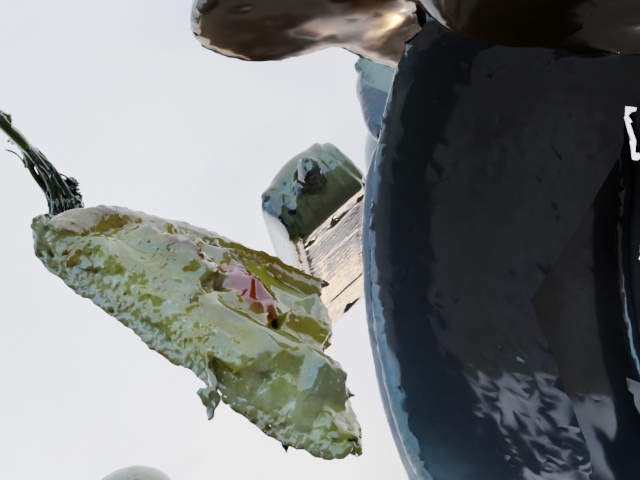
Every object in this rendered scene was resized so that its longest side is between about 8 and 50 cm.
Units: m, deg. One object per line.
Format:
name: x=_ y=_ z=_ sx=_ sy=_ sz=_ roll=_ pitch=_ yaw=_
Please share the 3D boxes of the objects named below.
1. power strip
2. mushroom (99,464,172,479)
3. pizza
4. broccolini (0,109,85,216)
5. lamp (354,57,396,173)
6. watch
power strip: x=0.000 y=0.000 z=1.213 sx=0.092 sy=0.066 sz=0.387 roll=-44 pitch=-16 yaw=-11
mushroom: x=-0.197 y=0.326 z=1.403 sx=0.123 sy=0.154 sz=0.154 roll=8 pitch=-57 yaw=-46
pizza: x=-0.044 y=0.068 z=0.949 sx=0.280 sy=0.288 sz=0.075 roll=13 pitch=-70 yaw=-47
broccolini: x=-0.360 y=-0.077 z=1.519 sx=0.062 sy=0.123 sz=0.271 roll=-29 pitch=-31 yaw=5
lamp: x=0.133 y=-0.132 z=1.503 sx=0.198 sy=0.197 sz=0.244 roll=-40 pitch=-38 yaw=0
watch: x=0.140 y=-0.032 z=0.464 sx=0.314 sy=0.326 sz=0.335 roll=0 pitch=-21 yaw=-23
